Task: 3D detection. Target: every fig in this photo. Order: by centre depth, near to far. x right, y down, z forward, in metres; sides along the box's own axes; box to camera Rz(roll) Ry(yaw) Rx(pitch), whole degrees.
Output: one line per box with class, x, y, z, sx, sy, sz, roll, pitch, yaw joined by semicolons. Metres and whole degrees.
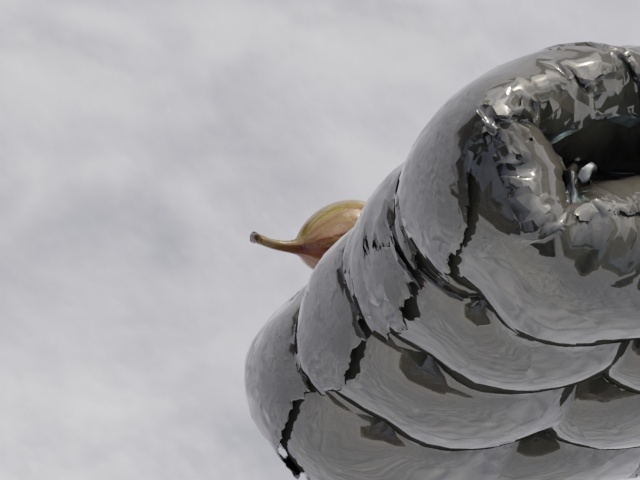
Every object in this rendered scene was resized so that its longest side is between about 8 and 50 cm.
fig;0.000;0.000;1.157;0.083;0.050;0.050;-2;66;-21

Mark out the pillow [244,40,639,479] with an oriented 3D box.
pillow;0.154;0.013;0.659;0.326;0.228;0.101;-6;67;-23
